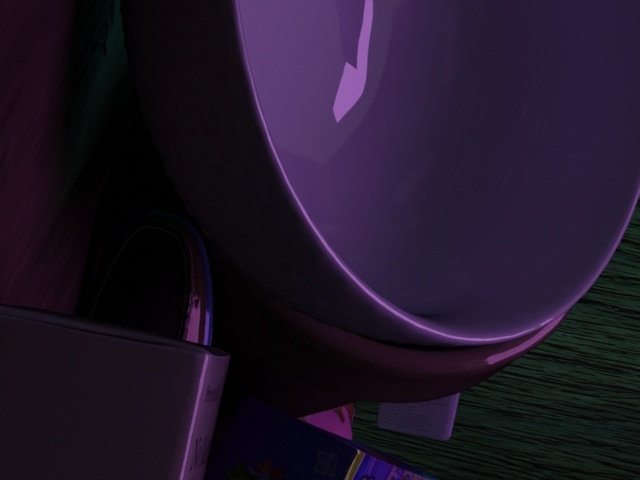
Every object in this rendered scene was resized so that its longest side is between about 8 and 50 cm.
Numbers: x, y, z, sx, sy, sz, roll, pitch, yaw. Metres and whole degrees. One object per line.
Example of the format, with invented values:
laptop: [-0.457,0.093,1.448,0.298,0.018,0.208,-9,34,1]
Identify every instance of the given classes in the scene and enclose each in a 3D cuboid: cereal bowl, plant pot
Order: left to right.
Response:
plant pot: [0.000,0.000,1.088,0.229,0.263,0.263,129,-23,-56]
cereal bowl: [0.025,-0.114,0.896,0.339,0.141,0.339,4,85,-48]

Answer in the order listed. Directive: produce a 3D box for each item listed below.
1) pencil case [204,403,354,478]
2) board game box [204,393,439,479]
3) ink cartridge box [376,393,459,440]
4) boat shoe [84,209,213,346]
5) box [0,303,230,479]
pencil case: [-0.030,0.030,1.325,0.167,0.160,0.386,-30,-143,43]
board game box: [-0.046,0.280,1.072,0.347,0.078,0.233,-65,156,-4]
ink cartridge box: [0.102,-0.072,1.341,0.330,0.071,0.324,94,5,-54]
boat shoe: [-0.095,0.075,0.900,0.066,0.066,0.183,35,66,-87]
box: [-0.106,0.164,0.657,0.113,0.094,0.275,63,38,-87]
